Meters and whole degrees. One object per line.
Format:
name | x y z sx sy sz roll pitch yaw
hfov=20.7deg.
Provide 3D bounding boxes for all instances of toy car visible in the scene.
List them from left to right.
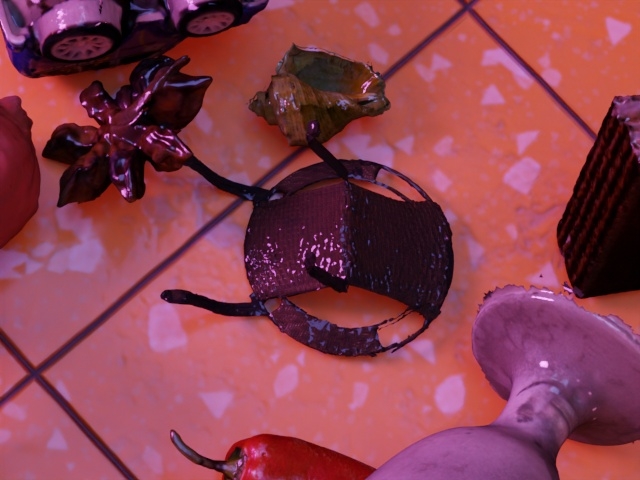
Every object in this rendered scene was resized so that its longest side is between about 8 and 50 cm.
toy car | -0.162 -0.222 1.422 0.235 0.158 0.172 -9 75 -14

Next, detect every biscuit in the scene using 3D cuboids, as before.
biscuit | 0.264 -0.038 1.389 0.106 0.252 0.070 -9 65 -9

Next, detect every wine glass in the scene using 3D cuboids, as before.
wine glass | 0.115 0.205 1.283 0.190 0.190 0.357 37 52 3

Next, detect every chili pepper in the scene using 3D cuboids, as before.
chili pepper | 0.004 0.200 1.367 0.272 0.063 0.071 22 71 -15

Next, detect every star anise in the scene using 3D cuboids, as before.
star anise | -0.156 -0.085 1.406 0.057 0.168 0.168 42 65 -38

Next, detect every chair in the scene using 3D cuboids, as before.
chair | 0.000 0.000 1.421 0.213 0.149 0.174 23 61 -46

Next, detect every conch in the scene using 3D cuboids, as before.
conch | -0.003 -0.123 1.462 0.121 0.074 0.089 -8 85 -8

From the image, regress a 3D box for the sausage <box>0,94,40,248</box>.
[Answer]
sausage | -0.323 -0.021 1.345 0.254 0.148 0.148 -38 82 -20
